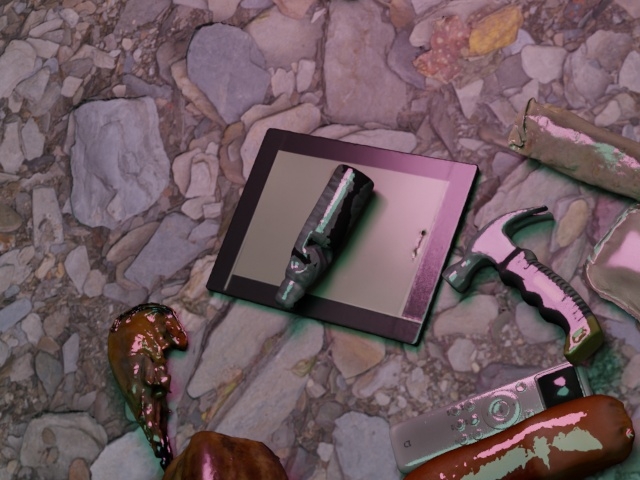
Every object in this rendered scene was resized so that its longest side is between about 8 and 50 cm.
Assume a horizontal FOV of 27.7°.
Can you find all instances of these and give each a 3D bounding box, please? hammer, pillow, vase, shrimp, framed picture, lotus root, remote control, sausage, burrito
[{"bbox_3d":[0.271,0.057,1.621,0.159,0.041,0.226,-43,51,4],"label":"hammer"},{"bbox_3d":[0.424,0.059,1.558,0.131,0.038,0.232,-49,56,3],"label":"pillow"},{"bbox_3d":[0.000,0.000,1.756,0.060,0.060,0.211,24,81,31],"label":"vase"},{"bbox_3d":[-0.225,0.195,1.794,0.117,0.066,0.262,-33,60,9],"label":"shrimp"},{"bbox_3d":[0.025,-0.014,1.794,0.347,0.016,0.265,12,74,30],"label":"framed picture"},{"bbox_3d":[-0.106,0.390,1.601,0.193,0.193,0.291,-17,60,18],"label":"lotus root"},{"bbox_3d":[0.207,0.217,1.599,0.260,0.029,0.067,-22,60,15],"label":"remote control"},{"bbox_3d":[0.228,0.268,1.537,0.300,0.083,0.089,-24,51,11],"label":"sausage"},{"bbox_3d":[0.367,-0.105,1.646,0.275,0.059,0.082,26,88,32],"label":"burrito"}]
